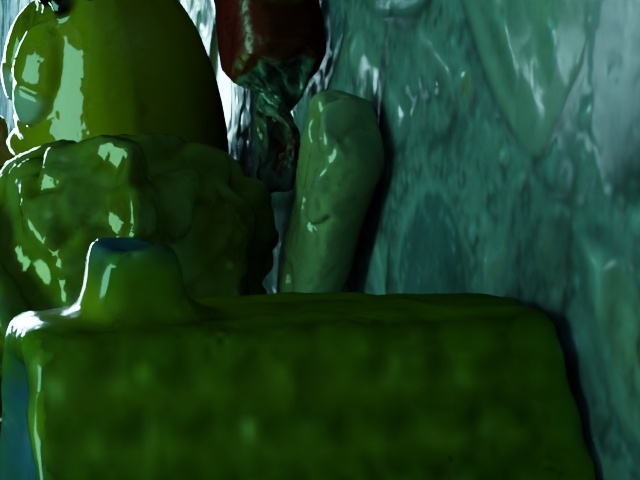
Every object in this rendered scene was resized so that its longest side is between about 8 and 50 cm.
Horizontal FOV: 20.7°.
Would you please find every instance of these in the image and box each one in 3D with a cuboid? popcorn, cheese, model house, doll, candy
[{"bbox_3d":[-0.136,0.029,1.081,0.235,0.216,0.181,74,-162,-71],"label":"popcorn"},{"bbox_3d":[0.000,0.000,1.014,0.065,0.043,0.194,-108,21,-45],"label":"cheese"},{"bbox_3d":[-0.019,0.150,0.748,0.215,0.237,0.303,-151,60,-72],"label":"model house"},{"bbox_3d":[-0.151,-0.011,1.356,0.348,0.161,0.423,131,127,-72],"label":"doll"},{"bbox_3d":[-0.037,-0.172,1.095,0.086,0.059,0.292,135,130,-67],"label":"candy"}]

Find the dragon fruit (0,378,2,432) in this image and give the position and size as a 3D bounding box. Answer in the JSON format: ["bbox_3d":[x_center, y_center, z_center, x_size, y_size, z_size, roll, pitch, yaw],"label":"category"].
[{"bbox_3d":[-0.256,0.095,1.612,0.250,0.250,0.315,124,127,-65],"label":"dragon fruit"}]

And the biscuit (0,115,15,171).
[{"bbox_3d":[-0.297,0.007,1.482,0.186,0.044,0.295,-50,40,13],"label":"biscuit"}]
